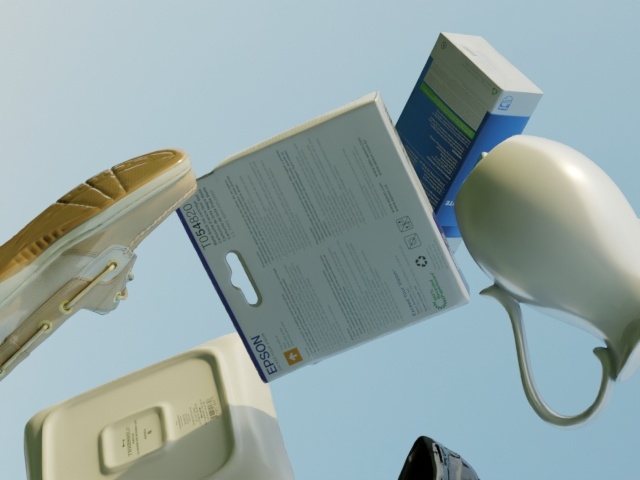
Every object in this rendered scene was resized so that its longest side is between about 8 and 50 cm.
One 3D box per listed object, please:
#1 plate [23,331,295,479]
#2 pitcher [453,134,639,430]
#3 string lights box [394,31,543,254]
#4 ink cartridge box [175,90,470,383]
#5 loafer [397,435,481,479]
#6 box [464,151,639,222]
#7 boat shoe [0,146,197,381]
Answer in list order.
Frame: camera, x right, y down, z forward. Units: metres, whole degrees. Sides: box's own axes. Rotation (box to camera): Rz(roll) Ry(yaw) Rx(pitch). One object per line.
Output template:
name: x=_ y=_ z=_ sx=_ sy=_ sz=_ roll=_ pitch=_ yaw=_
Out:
plate: x=-0.177 y=0.210 z=1.333 sx=0.278 sy=0.045 sz=0.277 roll=-22 pitch=-147 yaw=2
pitcher: x=0.190 y=0.031 z=1.067 sx=0.178 sy=0.125 sz=0.207 roll=-46 pitch=-110 yaw=4
string lights box: x=0.155 y=-0.113 z=1.653 sx=0.133 sy=0.076 sz=0.260 roll=51 pitch=-52 yaw=37
ink cartridge box: x=0.000 y=0.000 z=1.278 sx=0.224 sy=0.223 sz=0.045 roll=-22 pitch=-166 yaw=12
loafer: x=0.069 y=0.233 z=1.049 sx=0.076 sy=0.078 sz=0.223 roll=-38 pitch=-174 yaw=30
box: x=0.276 y=-0.008 z=1.460 sx=0.100 sy=0.244 sz=0.060 roll=-91 pitch=-154 yaw=-60
boat shoe: x=-0.130 y=0.016 z=0.699 sx=0.170 sy=0.059 sz=0.063 roll=-37 pitch=-156 yaw=-11
